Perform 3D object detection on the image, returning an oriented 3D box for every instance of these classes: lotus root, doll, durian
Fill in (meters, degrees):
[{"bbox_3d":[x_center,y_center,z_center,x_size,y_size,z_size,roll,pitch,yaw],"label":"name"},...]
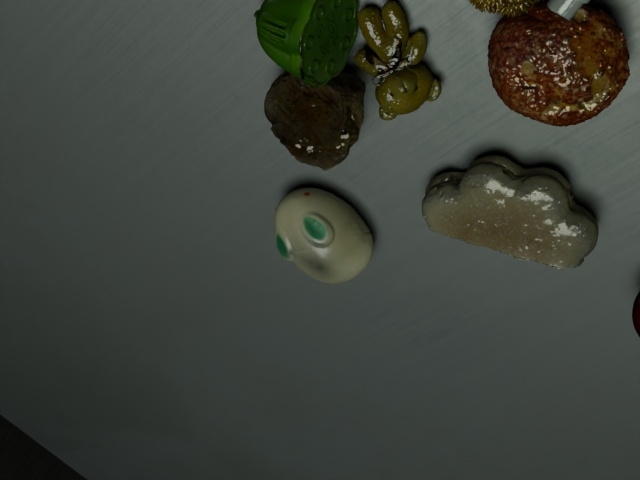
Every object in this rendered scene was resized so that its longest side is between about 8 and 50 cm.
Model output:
[{"bbox_3d":[-0.049,-0.376,1.915,0.186,0.186,0.186,11,133,12],"label":"lotus root"},{"bbox_3d":[0.129,-0.316,1.933,0.137,0.097,0.209,-19,116,16],"label":"doll"},{"bbox_3d":[0.300,-0.422,1.736,0.158,0.168,0.137,-4,98,-10],"label":"durian"}]

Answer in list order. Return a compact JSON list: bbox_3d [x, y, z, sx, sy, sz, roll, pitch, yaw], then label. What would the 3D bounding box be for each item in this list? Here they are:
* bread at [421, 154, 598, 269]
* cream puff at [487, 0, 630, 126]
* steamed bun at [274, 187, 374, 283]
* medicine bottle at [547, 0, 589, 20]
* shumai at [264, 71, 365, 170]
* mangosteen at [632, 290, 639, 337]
[{"bbox_3d":[0.362,-0.068,2.063,0.337,0.102,0.183,15,130,10],"label":"bread"},{"bbox_3d":[0.395,-0.289,1.816,0.240,0.164,0.240,7,128,9],"label":"cream puff"},{"bbox_3d":[0.000,0.000,2.236,0.177,0.131,0.228,-21,122,36],"label":"steamed bun"},{"bbox_3d":[0.462,-0.475,1.619,0.110,0.110,0.352,31,124,-8],"label":"medicine bottle"},{"bbox_3d":[0.023,-0.224,2.024,0.218,0.184,0.185,1,168,37],"label":"shumai"},{"bbox_3d":[0.696,0.145,2.091,0.199,0.200,0.200,11,133,12],"label":"mangosteen"}]
